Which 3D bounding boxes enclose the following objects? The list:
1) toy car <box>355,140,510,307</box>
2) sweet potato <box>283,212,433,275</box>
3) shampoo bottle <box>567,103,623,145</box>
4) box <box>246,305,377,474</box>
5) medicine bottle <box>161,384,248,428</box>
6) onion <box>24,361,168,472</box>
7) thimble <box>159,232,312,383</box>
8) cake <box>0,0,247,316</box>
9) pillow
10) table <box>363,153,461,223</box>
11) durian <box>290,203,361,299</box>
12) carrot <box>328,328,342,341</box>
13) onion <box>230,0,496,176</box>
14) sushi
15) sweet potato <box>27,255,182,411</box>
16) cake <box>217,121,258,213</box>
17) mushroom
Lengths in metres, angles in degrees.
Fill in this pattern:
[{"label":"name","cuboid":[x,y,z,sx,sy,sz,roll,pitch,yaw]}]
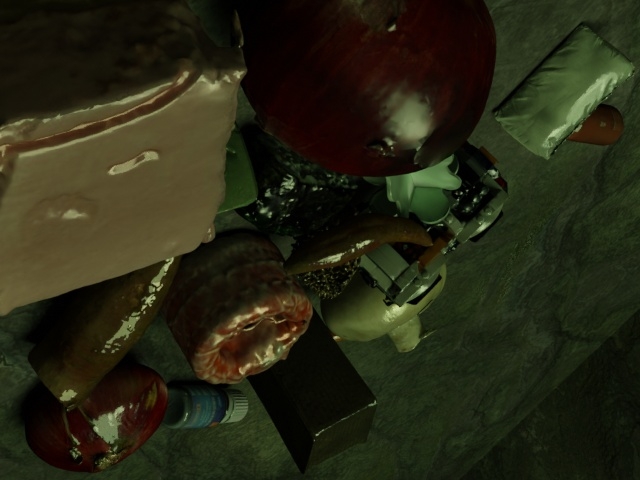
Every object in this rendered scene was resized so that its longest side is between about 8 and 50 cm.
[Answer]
[{"label":"toy car","cuboid":[0.174,-0.041,1.894,0.301,0.193,0.118,-44,175,-2]},{"label":"sweet potato","cuboid":[0.063,-0.001,1.737,0.255,0.058,0.078,-13,116,-23]},{"label":"shampoo bottle","cuboid":[0.475,-0.222,2.099,0.244,0.085,0.085,0,138,-52]},{"label":"box","cuboid":[-0.030,0.263,2.100,0.143,0.273,0.184,-24,153,-20]},{"label":"medicine bottle","cuboid":[-0.223,0.319,2.185,0.083,0.083,0.203,-45,154,20]},{"label":"onion","cuboid":[-0.372,0.302,1.912,0.248,0.161,0.248,-23,173,-3]},{"label":"thimble","cuboid":[-0.138,0.115,1.848,0.239,0.162,0.239,-27,152,-15]},{"label":"cake","cuboid":[-0.262,-0.139,1.102,0.293,0.307,0.314,-23,151,-20]},{"label":"pillow","cuboid":[0.418,-0.252,1.948,0.229,0.128,0.051,-46,-171,19]},{"label":"table","cuboid":[0.127,-0.135,1.763,0.166,0.166,0.198,-34,147,-3]},{"label":"durian","cuboid":[0.000,0.000,1.824,0.091,0.189,0.148,15,150,-24]},{"label":"carrot","cuboid":[0.063,0.173,2.326,0.256,0.061,0.061,-19,151,-13]},{"label":"onion","cuboid":[0.054,-0.222,1.359,0.341,0.341,0.341,-28,153,-15]},{"label":"sushi","cuboid":[-0.049,-0.077,1.669,0.127,0.124,0.225,-48,154,19]},{"label":"sweet potato","cuboid":[-0.307,0.103,1.672,0.131,0.131,0.337,4,133,-53]},{"label":"cake","cuboid":[-0.206,-0.039,1.503,0.158,0.172,0.284,-12,148,-36]},{"label":"mushroom","cuboid":[0.123,0.103,2.056,0.246,0.202,0.246,-31,179,-1]}]
